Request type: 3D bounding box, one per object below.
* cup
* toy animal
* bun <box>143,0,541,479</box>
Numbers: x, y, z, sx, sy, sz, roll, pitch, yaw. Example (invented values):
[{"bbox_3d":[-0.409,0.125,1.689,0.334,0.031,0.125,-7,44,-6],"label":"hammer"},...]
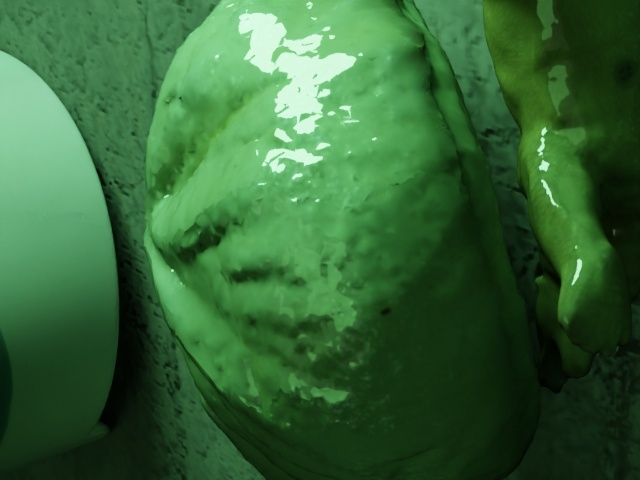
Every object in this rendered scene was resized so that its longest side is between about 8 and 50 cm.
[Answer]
[{"bbox_3d":[-0.265,0.016,0.956,0.289,0.257,0.219,38,129,32],"label":"cup"},{"bbox_3d":[0.084,-0.054,0.638,0.101,0.103,0.219,13,122,69],"label":"toy animal"},{"bbox_3d":[0.000,0.000,0.677,0.195,0.118,0.195,-15,-90,-88],"label":"bun"}]
